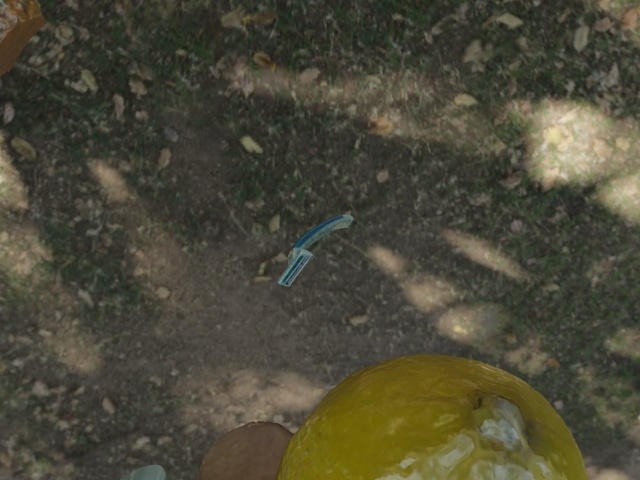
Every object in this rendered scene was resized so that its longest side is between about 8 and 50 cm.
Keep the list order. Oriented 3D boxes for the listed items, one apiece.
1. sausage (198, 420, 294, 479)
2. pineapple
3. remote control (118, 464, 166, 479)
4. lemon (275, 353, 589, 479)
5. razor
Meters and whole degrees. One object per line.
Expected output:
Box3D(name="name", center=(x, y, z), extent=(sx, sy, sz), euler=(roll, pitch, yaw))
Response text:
Box3D(name="sausage", center=(-0.065, 0.320, 0.865), extent=(0.123, 0.123, 0.253), euler=(-2, 137, 0))
Box3D(name="pineapple", center=(-0.522, -0.349, 1.018), extent=(0.279, 0.158, 0.158), euler=(39, 119, -9))
Box3D(name="remote control", center=(-0.201, 0.246, 0.632), extent=(0.162, 0.061, 0.029), euler=(-35, 98, 6))
Box3D(name="lemon", center=(0.092, 0.233, 0.649), extent=(0.293, 0.293, 0.293), euler=(-1, 128, -1))
Box3D(name="razor", center=(-0.003, -0.002, 1.086), extent=(0.037, 0.191, 0.068), euler=(41, 125, 4))
